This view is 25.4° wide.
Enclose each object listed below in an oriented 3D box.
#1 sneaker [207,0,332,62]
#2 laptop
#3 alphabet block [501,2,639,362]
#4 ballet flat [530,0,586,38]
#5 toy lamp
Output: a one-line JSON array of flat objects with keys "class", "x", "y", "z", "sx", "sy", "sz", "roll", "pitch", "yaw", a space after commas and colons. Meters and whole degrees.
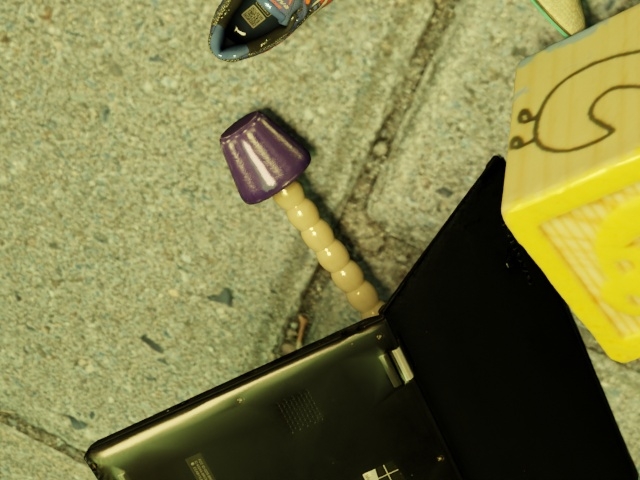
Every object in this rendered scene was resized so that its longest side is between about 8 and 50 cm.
[{"class": "sneaker", "x": -0.018, "y": -0.222, "z": 1.214, "sx": 0.083, "sy": 0.087, "sz": 0.221, "roll": 41, "pitch": 125, "yaw": -7}, {"class": "laptop", "x": 0.067, "y": 0.202, "z": 1.256, "sx": 0.408, "sy": 0.236, "sz": 0.382, "roll": -25, "pitch": 110, "yaw": 4}, {"class": "alphabet block", "x": 0.272, "y": -0.055, "z": 1.118, "sx": 0.192, "sy": 0.197, "sz": 0.193, "roll": -26, "pitch": 123, "yaw": 30}, {"class": "ballet flat", "x": 0.169, "y": -0.235, "z": 1.159, "sx": 0.168, "sy": 0.057, "sz": 0.052, "roll": 43, "pitch": 114, "yaw": -8}, {"class": "toy lamp", "x": 0.000, "y": 0.000, "z": 1.347, "sx": 0.080, "sy": 0.080, "sz": 0.274, "roll": -24, "pitch": 109, "yaw": 30}]
